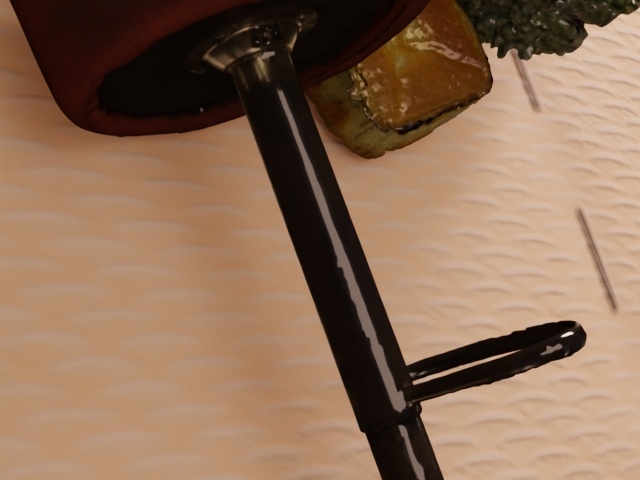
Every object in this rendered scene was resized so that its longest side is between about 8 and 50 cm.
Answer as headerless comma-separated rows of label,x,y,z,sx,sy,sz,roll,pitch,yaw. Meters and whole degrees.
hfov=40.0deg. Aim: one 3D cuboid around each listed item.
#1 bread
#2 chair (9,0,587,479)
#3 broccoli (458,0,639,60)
bread,0.049,-0.133,0.630,0.140,0.069,0.128,-29,90,-33
chair,0.000,0.000,0.461,0.226,0.226,0.401,-18,85,-36
broccoli,0.166,-0.291,0.700,0.243,0.247,0.263,-60,155,-63
